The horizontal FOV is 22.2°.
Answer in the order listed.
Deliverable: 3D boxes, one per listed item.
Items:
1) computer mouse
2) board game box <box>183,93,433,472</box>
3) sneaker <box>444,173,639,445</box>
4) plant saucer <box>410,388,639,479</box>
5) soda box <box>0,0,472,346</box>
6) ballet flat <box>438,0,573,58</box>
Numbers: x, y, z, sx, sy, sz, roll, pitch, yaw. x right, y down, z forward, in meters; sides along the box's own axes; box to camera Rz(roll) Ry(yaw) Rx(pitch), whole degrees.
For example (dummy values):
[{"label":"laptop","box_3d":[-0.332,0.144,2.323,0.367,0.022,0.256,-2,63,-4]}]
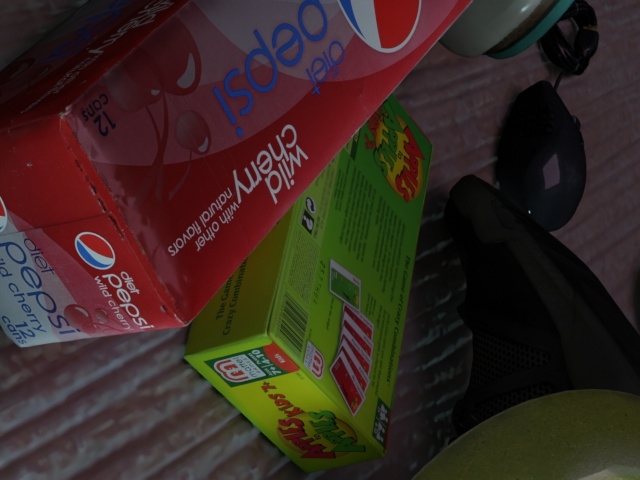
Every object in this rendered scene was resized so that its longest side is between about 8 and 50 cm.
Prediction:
[{"label":"computer mouse","box_3d":[0.158,-0.088,1.031,0.071,0.041,0.242,56,34,-26]},{"label":"board game box","box_3d":[0.000,0.000,0.722,0.092,0.043,0.181,49,39,-37]},{"label":"sneaker","box_3d":[0.094,0.068,0.821,0.087,0.130,0.227,29,25,-45]},{"label":"plant saucer","box_3d":[0.103,0.183,0.678,0.241,0.037,0.241,-9,107,-31]},{"label":"soda box","box_3d":[-0.032,-0.070,0.613,0.263,0.092,0.083,-50,120,-43]},{"label":"ballet flat","box_3d":[0.100,-0.235,0.945,0.139,0.139,0.400,59,29,-23]}]
